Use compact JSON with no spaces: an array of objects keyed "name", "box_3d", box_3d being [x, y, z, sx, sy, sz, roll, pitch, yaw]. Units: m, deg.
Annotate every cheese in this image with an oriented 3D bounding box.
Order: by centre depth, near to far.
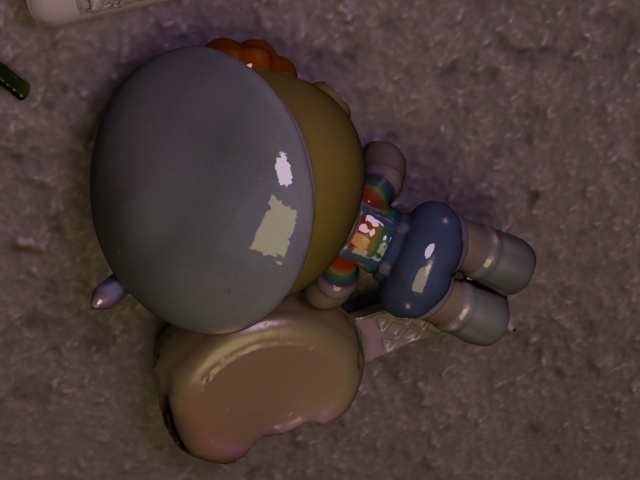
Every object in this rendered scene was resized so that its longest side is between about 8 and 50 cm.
[{"name":"cheese","box_3d":[-0.005,0.100,1.469,0.286,0.082,0.163,-15,127,-6]}]

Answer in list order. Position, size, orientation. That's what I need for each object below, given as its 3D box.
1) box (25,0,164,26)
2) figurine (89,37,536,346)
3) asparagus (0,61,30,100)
[{"name":"box","box_3d":[-0.166,-0.292,1.183,0.142,0.044,0.285,-14,125,-9]},{"name":"figurine","box_3d":[0.014,-0.028,1.314,0.381,0.205,0.225,7,105,-24]},{"name":"asparagus","box_3d":[-0.272,-0.147,1.267,0.018,0.015,0.127,-44,123,13]}]
